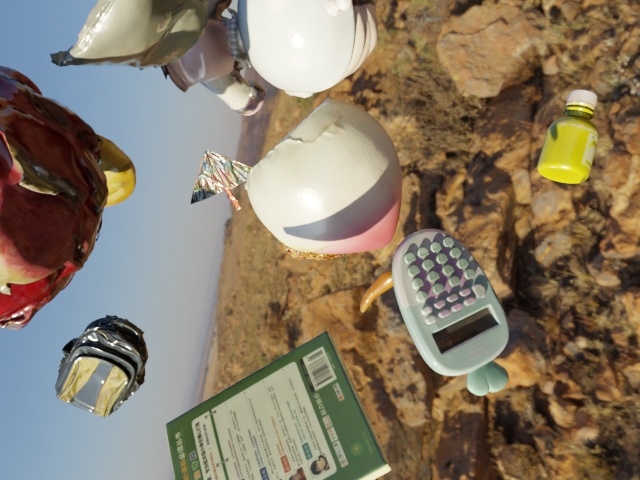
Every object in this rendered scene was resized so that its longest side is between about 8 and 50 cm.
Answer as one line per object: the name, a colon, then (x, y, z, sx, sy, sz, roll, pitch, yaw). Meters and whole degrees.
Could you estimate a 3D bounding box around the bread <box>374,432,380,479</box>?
bread: (0.086, 0.540, 1.338, 0.173, 0.085, 0.134, -79, 13, -46)

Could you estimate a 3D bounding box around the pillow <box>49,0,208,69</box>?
pillow: (-0.226, -0.273, 0.763, 0.169, 0.059, 0.255, -38, 6, 19)

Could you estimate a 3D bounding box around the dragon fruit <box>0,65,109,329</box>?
dragon fruit: (-0.416, -0.051, 0.695, 0.329, 0.329, 0.330, -168, 90, -80)

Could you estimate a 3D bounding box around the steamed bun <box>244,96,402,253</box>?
steamed bun: (0.031, -0.095, 1.119, 0.309, 0.309, 0.310, -168, 90, -80)

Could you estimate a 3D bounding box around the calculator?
calculator: (0.225, 0.121, 0.994, 0.299, 0.185, 0.041, 65, 154, 7)

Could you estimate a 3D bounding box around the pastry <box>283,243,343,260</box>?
pastry: (0.001, 0.003, 1.334, 0.063, 0.169, 0.087, 154, 108, -64)

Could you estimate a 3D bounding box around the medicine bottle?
medicine bottle: (0.619, -0.258, 1.431, 0.122, 0.121, 0.213, 168, 120, -79)

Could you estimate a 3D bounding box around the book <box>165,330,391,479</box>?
book: (-0.066, 0.257, 0.737, 0.027, 0.264, 0.202, 54, -174, -49)

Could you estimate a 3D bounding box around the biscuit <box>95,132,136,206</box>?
biscuit: (-0.407, -0.112, 0.970, 0.260, 0.202, 0.041, -34, 49, 53)

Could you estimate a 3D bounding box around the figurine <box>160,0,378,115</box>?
figurine: (-0.074, -0.349, 0.998, 0.253, 0.361, 0.211, 67, -151, -29)

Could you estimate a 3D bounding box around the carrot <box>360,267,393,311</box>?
carrot: (0.119, 0.099, 1.195, 0.142, 0.035, 0.035, -50, 25, 33)

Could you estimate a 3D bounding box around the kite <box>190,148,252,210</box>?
kite: (-0.266, -0.169, 1.605, 0.009, 0.232, 0.189, -82, -34, -76)

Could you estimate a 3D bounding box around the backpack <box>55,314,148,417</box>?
backpack: (-0.513, 0.288, 1.400, 0.258, 0.206, 0.133, -53, 22, 30)
